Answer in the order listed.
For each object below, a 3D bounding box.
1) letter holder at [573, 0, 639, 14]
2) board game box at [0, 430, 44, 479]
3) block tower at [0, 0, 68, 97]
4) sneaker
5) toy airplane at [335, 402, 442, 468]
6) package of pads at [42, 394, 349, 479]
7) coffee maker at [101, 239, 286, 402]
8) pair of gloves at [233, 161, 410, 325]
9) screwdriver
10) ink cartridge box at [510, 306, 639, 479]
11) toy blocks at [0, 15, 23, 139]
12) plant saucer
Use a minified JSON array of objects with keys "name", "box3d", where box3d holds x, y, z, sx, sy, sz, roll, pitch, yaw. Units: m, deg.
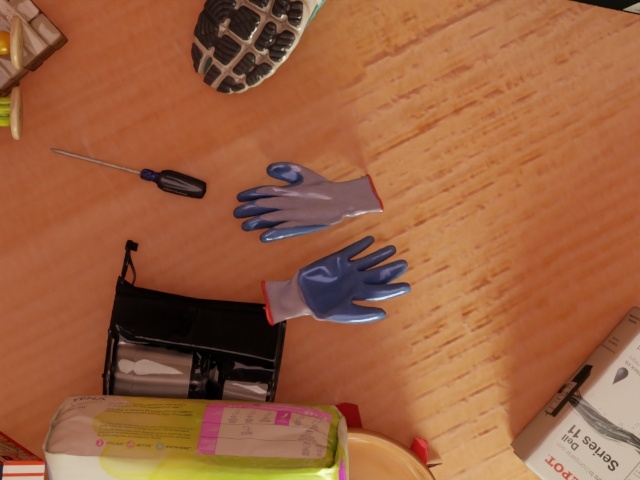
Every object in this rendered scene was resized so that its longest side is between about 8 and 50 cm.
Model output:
[{"name":"letter holder","box3d":[0.332,-0.346,1.527,0.301,0.152,0.215,11,91,-3]},{"name":"board game box","box3d":[-0.335,0.271,1.516,0.045,0.193,0.147,3,95,-30]},{"name":"block tower","box3d":[-0.412,-0.126,1.536,0.335,0.097,0.091,-42,95,-1]},{"name":"sneaker","box3d":[-0.023,-0.258,1.539,0.107,0.110,0.275,45,109,12]},{"name":"toy airplane","box3d":[0.057,0.249,1.613,0.151,0.028,0.151,0,93,-2]},{"name":"package of pads","box3d":[-0.117,0.265,1.505,0.296,0.101,0.229,1,124,7]},{"name":"coffee maker","box3d":[-0.125,0.096,1.549,0.178,0.120,0.171,7,93,-4]},{"name":"pair of gloves","box3d":[0.000,0.000,1.552,0.159,0.023,0.198,-10,64,-13]},{"name":"screwdriver","box3d":[-0.202,-0.074,1.582,0.169,0.025,0.024,15,93,-4]},{"name":"ink cartridge box","box3d":[0.326,0.198,1.592,0.153,0.087,0.208,41,92,-4]},{"name":"toy blocks","box3d":[-0.365,-0.158,1.462,0.148,0.054,0.123,1,93,-4]},{"name":"plant saucer","box3d":[0.032,0.282,1.586,0.199,0.037,0.200,3,111,7]}]
